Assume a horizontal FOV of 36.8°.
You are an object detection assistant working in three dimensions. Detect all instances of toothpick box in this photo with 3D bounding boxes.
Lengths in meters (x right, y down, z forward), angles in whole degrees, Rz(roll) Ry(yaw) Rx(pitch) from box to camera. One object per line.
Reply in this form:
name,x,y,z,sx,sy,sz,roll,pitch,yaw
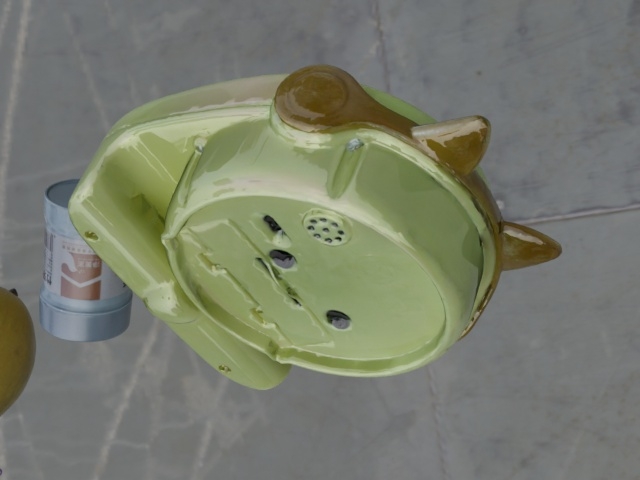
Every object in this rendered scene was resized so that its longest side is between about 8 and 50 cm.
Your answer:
toothpick box,-0.252,0.021,1.044,0.101,0.101,0.153,29,121,40

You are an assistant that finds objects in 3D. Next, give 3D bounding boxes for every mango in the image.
mango,-0.513,0.185,1.260,0.195,0.332,0.142,52,142,-13

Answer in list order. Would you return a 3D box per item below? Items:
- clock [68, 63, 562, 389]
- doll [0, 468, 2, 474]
clock,0.000,0.000,0.765,0.348,0.117,0.286,-10,134,36
doll,-0.472,0.319,1.244,0.206,0.110,0.067,-1,115,60
